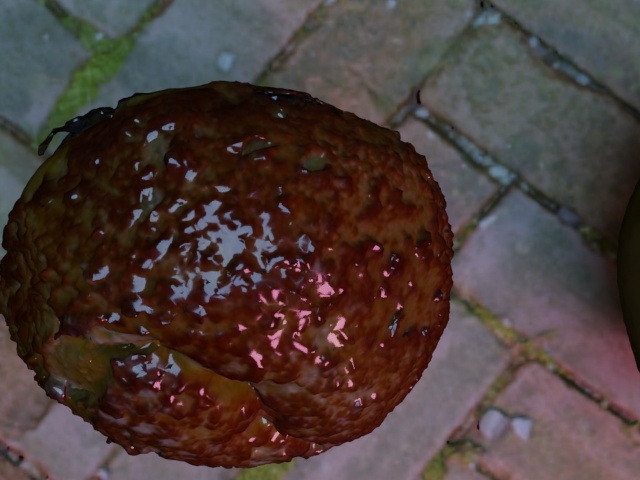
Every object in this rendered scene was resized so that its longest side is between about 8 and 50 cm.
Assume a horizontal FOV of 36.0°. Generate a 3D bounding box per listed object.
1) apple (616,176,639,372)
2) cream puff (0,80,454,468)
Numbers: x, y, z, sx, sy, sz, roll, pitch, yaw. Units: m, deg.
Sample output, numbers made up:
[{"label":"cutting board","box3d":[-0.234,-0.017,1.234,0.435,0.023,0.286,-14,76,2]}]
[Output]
[{"label":"apple","box3d":[0.302,0.018,0.517,0.292,0.254,0.291,0,90,-7]},{"label":"cream puff","box3d":[-0.048,0.030,0.508,0.240,0.240,0.163,9,60,-4]}]
